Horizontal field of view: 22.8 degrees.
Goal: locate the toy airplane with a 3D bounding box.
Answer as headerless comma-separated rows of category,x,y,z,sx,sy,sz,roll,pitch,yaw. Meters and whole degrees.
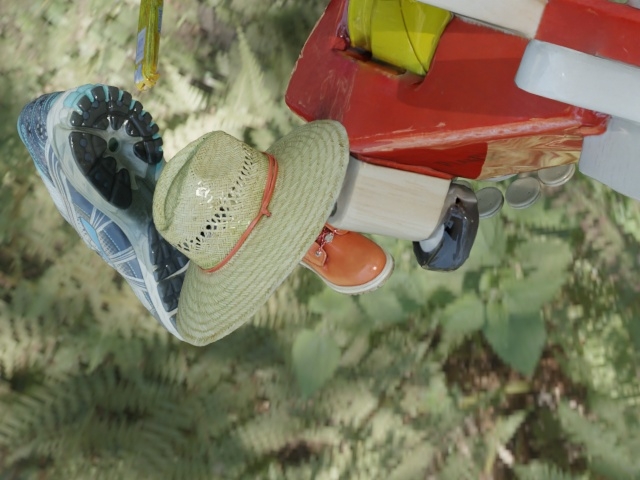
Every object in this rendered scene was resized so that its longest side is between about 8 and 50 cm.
toy airplane,0.119,-0.135,0.889,0.385,0.386,0.272,5,80,18

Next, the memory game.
memory game,0.187,-0.094,1.583,0.186,0.186,0.012,-24,132,15

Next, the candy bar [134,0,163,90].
candy bar,-0.168,-0.223,1.579,0.018,0.161,0.040,13,156,-27

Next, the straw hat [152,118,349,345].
straw hat,-0.054,-0.021,0.843,0.061,0.144,0.144,35,114,-24

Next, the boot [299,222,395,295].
boot,0.000,0.000,1.531,0.059,0.158,0.084,-54,136,-14

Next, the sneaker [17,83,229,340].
sneaker,-0.166,-0.026,1.407,0.122,0.110,0.283,10,138,44
